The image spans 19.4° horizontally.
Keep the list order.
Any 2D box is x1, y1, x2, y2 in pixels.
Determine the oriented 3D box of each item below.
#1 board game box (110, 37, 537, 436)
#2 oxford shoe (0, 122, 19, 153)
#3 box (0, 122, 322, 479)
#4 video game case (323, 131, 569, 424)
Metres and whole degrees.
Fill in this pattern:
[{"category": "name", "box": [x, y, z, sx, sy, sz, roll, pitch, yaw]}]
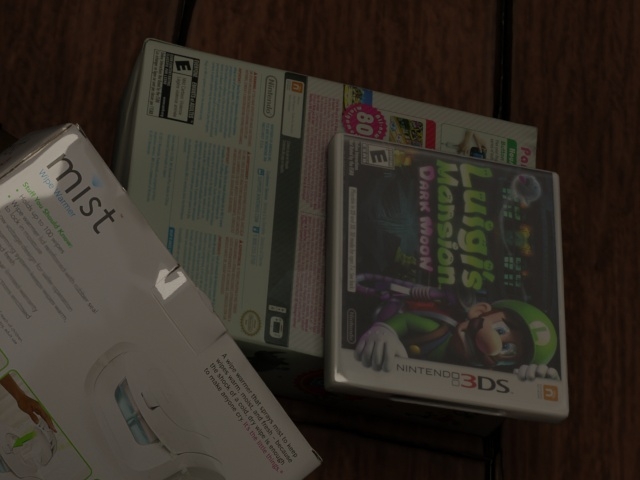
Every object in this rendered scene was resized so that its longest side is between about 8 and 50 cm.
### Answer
[{"category": "board game box", "box": [0.000, 0.000, 1.336, 0.303, 0.097, 0.224, 12, 62, -14]}, {"category": "oxford shoe", "box": [-0.249, -0.060, 1.269, 0.227, 0.096, 0.083, 25, 56, -10]}, {"category": "box", "box": [-0.172, 0.099, 1.120, 0.231, 0.127, 0.262, -40, 104, -18]}, {"category": "video game case", "box": [0.087, 0.025, 1.289, 0.173, 0.022, 0.190, 10, 62, -17]}]
